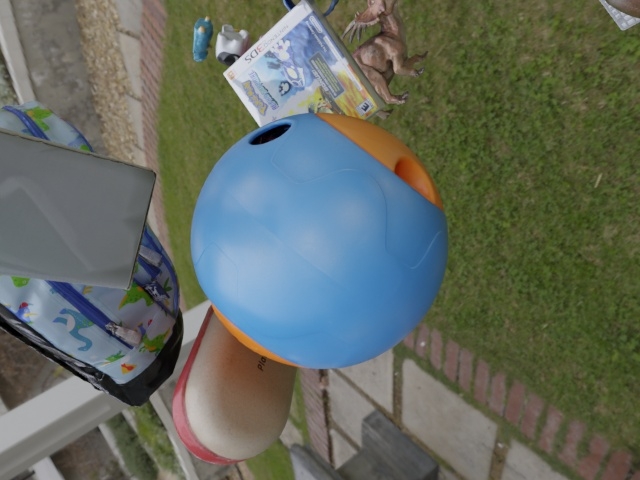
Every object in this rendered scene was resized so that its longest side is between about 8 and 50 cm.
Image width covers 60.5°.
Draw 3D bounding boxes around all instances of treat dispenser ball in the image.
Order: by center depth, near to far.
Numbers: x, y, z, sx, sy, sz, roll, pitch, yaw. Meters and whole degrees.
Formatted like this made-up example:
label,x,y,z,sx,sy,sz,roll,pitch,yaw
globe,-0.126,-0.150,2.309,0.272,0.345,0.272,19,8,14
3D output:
label,x,y,z,sx,sy,sz,roll,pitch,yaw
treat dispenser ball,0.000,0.000,0.629,0.288,0.288,0.288,38,144,35

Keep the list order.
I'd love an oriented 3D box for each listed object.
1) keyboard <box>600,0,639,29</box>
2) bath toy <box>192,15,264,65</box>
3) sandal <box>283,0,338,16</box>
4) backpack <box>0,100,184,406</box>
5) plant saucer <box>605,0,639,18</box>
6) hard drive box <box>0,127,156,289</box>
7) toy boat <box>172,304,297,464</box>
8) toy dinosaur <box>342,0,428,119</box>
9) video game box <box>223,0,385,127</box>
label,x,y,z,sx,sy,sz,roll,pitch,yaw
keyboard,0.391,-0.383,0.747,0.256,0.014,0.072,28,152,-33
bath toy,-0.153,-0.462,1.410,0.348,0.151,0.129,19,133,0
sandal,-0.049,-0.419,0.790,0.126,0.317,0.138,-6,86,30
backpack,-0.326,0.010,0.672,0.290,0.273,0.355,38,176,37
plant saucer,0.276,-0.303,0.518,0.036,0.198,0.198,-9,110,29
hard drive box,-0.261,-0.041,0.371,0.181,0.232,0.089,15,92,50
toy boat,-0.128,0.188,0.737,0.151,0.231,0.151,-36,113,29
toy dinosaur,0.108,-0.381,1.168,0.200,0.295,0.127,30,-173,-8
video game box,-0.029,-0.244,0.885,0.187,0.048,0.205,-34,94,28
